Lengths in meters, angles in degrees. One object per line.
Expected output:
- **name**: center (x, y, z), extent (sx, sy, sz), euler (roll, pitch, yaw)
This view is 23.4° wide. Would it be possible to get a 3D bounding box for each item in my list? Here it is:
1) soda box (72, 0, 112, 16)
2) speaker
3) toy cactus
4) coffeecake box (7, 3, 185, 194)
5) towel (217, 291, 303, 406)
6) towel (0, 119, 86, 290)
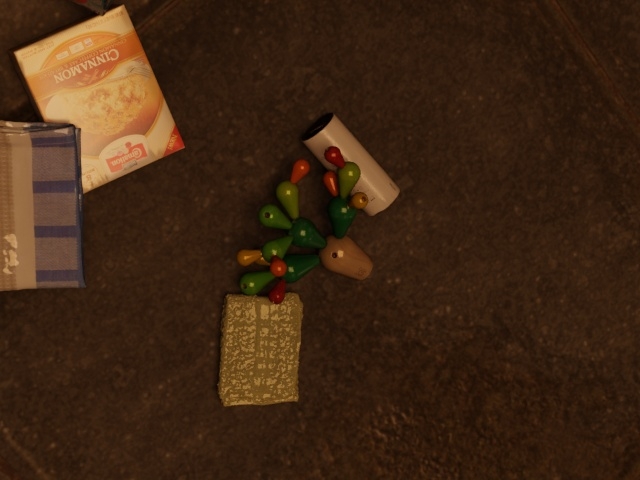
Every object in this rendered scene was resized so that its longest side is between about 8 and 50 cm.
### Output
- **soda box**: center (-0.314, -0.330, 1.766), extent (0.183, 0.058, 0.063), euler (26, 73, -1)
- **speaker**: center (0.038, -0.096, 1.947), extent (0.055, 0.055, 0.136), euler (-45, 108, -6)
- **toy cactus**: center (0.000, 0.000, 1.924), extent (0.180, 0.112, 0.219), euler (30, 96, -36)
- **coffeecake box**: center (-0.266, -0.168, 1.835), extent (0.142, 0.068, 0.185), euler (-26, 106, -12)
- **towel**: center (-0.078, 0.139, 1.965), extent (0.110, 0.027, 0.148), euler (0, 100, -16)
- **towel**: center (-0.418, -0.038, 1.790), extent (0.285, 0.034, 0.209), euler (0, 106, -4)
